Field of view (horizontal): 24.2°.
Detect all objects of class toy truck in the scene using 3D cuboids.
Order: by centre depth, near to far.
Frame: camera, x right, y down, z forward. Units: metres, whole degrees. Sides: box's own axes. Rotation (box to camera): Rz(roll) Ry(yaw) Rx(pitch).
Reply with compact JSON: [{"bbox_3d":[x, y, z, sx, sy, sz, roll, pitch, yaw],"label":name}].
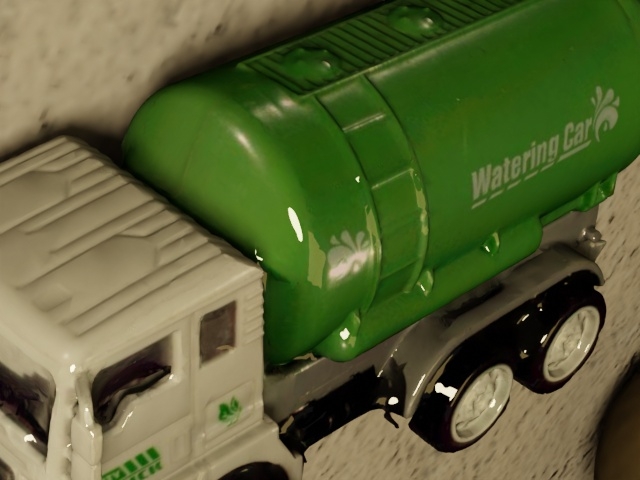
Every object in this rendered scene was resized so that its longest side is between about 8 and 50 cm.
[{"bbox_3d":[0.000,0.000,0.424,0.242,0.101,0.125,-28,138,-35],"label":"toy truck"}]

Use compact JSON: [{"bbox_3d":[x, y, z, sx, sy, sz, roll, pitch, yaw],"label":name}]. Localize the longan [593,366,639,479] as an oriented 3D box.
[{"bbox_3d":[0.244,0.117,0.771,0.212,0.198,0.198,-39,147,-16],"label":"longan"}]
